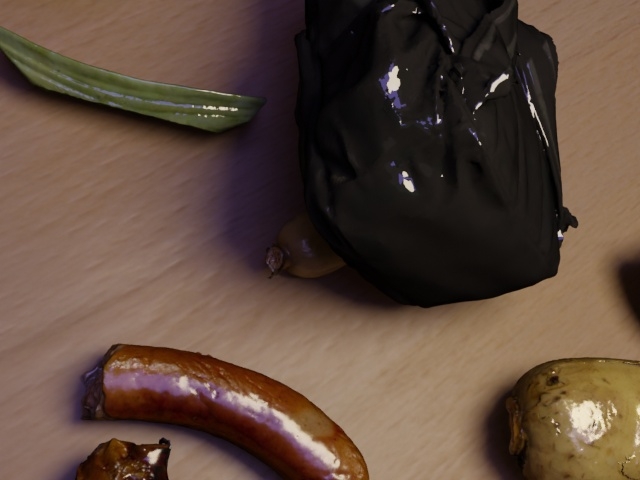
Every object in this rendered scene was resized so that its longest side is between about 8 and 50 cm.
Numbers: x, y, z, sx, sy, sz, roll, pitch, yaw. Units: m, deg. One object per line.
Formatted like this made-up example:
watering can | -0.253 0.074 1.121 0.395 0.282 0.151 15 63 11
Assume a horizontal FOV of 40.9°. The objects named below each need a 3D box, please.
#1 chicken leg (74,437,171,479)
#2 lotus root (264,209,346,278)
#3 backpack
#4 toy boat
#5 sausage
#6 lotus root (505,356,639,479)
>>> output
chicken leg | -0.137 0.319 0.750 0.093 0.113 0.304 -10 72 -55
lotus root | 0.000 0.000 0.925 0.150 0.062 0.073 -21 81 -34
backpack | 0.117 -0.166 0.894 0.255 0.363 0.445 -19 61 21
toy boat | -0.206 -0.164 0.912 0.293 0.093 0.055 14 94 -11
sausage | -0.085 0.174 0.835 0.302 0.076 0.102 23 74 -7
lotus root | 0.330 0.207 0.915 0.284 0.146 0.160 5 90 -8
